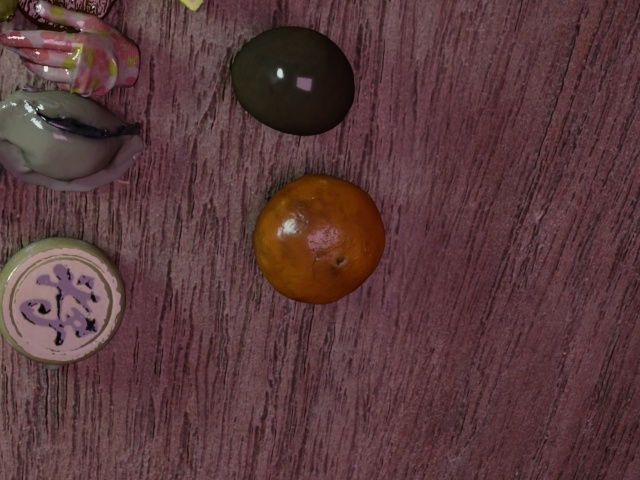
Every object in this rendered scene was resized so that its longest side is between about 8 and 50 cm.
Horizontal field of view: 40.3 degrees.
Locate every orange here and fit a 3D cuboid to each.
[{"bbox_3d":[0.000,0.000,1.846,0.283,0.226,0.284,-8,118,-16],"label":"orange"}]

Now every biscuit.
[{"bbox_3d":[-0.471,-0.487,1.607,0.212,0.036,0.212,-6,111,-16],"label":"biscuit"}]

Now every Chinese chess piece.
[{"bbox_3d":[-0.519,0.120,1.744,0.257,0.104,0.257,-2,95,-22],"label":"Chinese chess piece"}]

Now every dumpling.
[{"bbox_3d":[-0.478,-0.176,1.652,0.293,0.163,0.205,18,98,-36],"label":"dumpling"}]

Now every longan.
[{"bbox_3d":[-0.046,-0.309,1.727,0.246,0.246,0.215,45,77,-27],"label":"longan"}]

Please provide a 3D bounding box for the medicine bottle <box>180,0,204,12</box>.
[{"bbox_3d":[-0.287,-0.554,1.594,0.250,0.141,0.137,39,97,-26],"label":"medicine bottle"}]

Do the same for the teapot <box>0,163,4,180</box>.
[{"bbox_3d":[-0.685,-0.155,1.601,0.149,0.162,0.239,-59,141,-6],"label":"teapot"}]

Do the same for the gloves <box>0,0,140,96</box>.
[{"bbox_3d":[-0.458,-0.342,1.594,0.241,0.126,0.145,-3,138,-38],"label":"gloves"}]

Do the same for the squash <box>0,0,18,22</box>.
[{"bbox_3d":[-0.626,-0.478,1.507,0.132,0.132,0.247,-43,118,-1],"label":"squash"}]

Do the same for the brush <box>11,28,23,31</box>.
[{"bbox_3d":[-0.503,-0.363,1.653,0.164,0.014,0.051,20,105,-24],"label":"brush"}]

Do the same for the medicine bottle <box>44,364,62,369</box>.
[{"bbox_3d":[-0.561,0.223,1.824,0.047,0.047,0.083,-12,111,-15],"label":"medicine bottle"}]
